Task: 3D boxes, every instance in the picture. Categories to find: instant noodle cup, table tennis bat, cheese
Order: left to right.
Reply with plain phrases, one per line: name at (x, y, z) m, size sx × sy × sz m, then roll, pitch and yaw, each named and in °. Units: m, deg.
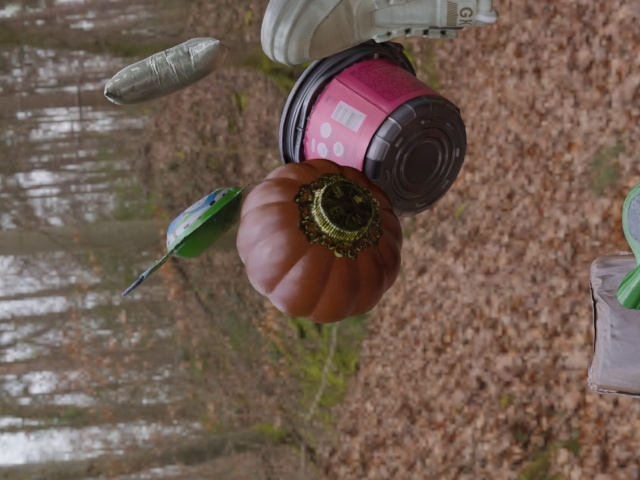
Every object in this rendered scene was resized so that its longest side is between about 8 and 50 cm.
cheese at (-0.255, -0.004, 1.834) m, size 0.083 × 0.320 × 0.204 m, roll 50°, pitch -167°, yaw -4°
instant noodle cup at (0.093, -0.145, 1.403) m, size 0.181 × 0.258 × 0.302 m, roll 38°, pitch 152°, yaw 45°
table tennis bat at (0.432, 0.022, 1.229) m, size 0.160 × 0.039 × 0.257 m, roll 54°, pitch 163°, yaw 22°

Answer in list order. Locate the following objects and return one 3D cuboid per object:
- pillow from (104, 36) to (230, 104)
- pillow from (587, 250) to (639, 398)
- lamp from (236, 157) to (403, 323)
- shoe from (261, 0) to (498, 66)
pillow at (-0.296, -0.332, 1.882) m, size 0.144 × 0.254 × 0.078 m, roll 1°, pitch -114°, yaw -90°
pillow at (0.448, 0.121, 1.384) m, size 0.034 × 0.135 × 0.211 m, roll 2°, pitch -90°, yaw -49°
lamp at (0.000, 0.000, 1.256) m, size 0.196 × 0.223 × 0.223 m, roll 127°, pitch 150°, yaw -55°
shoe at (0.100, -0.249, 0.954) m, size 0.159 × 0.316 × 0.124 m, roll 44°, pitch 169°, yaw 21°
